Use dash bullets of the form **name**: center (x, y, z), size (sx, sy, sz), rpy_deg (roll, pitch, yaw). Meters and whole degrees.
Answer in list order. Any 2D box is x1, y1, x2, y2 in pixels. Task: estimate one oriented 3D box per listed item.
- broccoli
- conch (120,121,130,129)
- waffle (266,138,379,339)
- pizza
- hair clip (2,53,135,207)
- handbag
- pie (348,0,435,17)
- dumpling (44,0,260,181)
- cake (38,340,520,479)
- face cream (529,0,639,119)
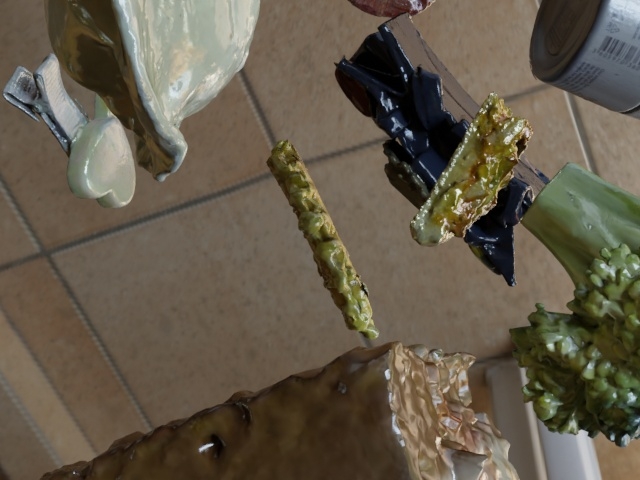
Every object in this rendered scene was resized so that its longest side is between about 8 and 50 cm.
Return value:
- **broccoli**: center (0.272, 0.044, 0.908), size (0.243, 0.247, 0.263), rpy_deg (46, 108, 20)
- **conch**: center (-0.290, -0.237, 1.753), size (0.104, 0.176, 0.094), rpy_deg (-6, 80, 13)
- **waffle**: center (0.003, -0.002, 1.616), size (0.060, 0.307, 0.312), rpy_deg (-24, 121, 0)
- **pizza**: center (0.134, -0.057, 0.890), size (0.046, 0.175, 0.134), rpy_deg (32, 142, 12)
- **hair clip**: center (-0.297, -0.137, 1.344), size (0.071, 0.159, 0.218), rpy_deg (-8, 129, 31)
- **handbag**: center (0.142, -0.110, 1.216), size (0.122, 0.329, 0.303), rpy_deg (-40, 96, 13)
- **pie**: center (0.121, -0.473, 1.752), size (0.204, 0.054, 0.219), rpy_deg (27, 94, -12)
- **dumpling**: center (-0.099, -0.142, 0.622), size (0.131, 0.179, 0.252), rpy_deg (4, 147, -7)
- **cake**: center (0.003, 0.224, 0.604), size (0.282, 0.255, 0.290), rpy_deg (-26, 76, 17)
- **face cream**: center (0.351, -0.245, 1.252), size (0.153, 0.177, 0.177), rpy_deg (18, 119, -13)
